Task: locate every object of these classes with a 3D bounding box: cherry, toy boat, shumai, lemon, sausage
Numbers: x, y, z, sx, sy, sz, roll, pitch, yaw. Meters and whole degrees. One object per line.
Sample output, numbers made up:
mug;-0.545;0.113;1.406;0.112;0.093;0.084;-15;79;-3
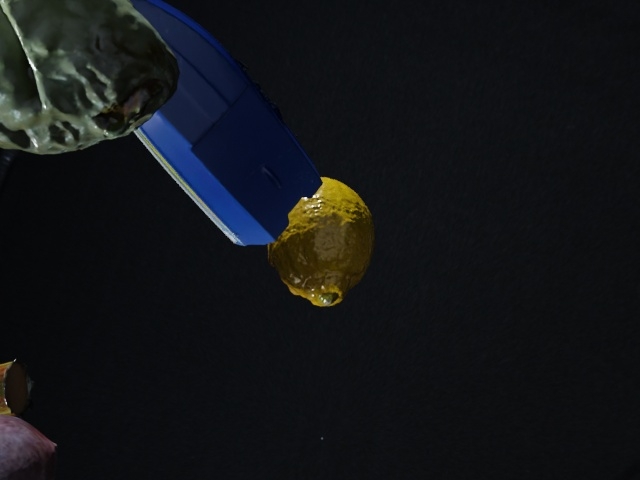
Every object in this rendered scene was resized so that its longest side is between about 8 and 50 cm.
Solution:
cherry;-0.424;0.302;0.938;0.266;0.213;0.183;-29;-66;-24
toy boat;-0.125;-0.133;0.825;0.129;0.088;0.295;-51;-58;-19
shumai;-0.180;-0.158;0.545;0.184;0.142;0.184;5;-127;-7
lemon;0.000;0.000;1.067;0.142;0.142;0.187;-7;-126;-2
sausage;-0.570;0.238;1.115;0.371;0.082;0.082;-13;-103;8
